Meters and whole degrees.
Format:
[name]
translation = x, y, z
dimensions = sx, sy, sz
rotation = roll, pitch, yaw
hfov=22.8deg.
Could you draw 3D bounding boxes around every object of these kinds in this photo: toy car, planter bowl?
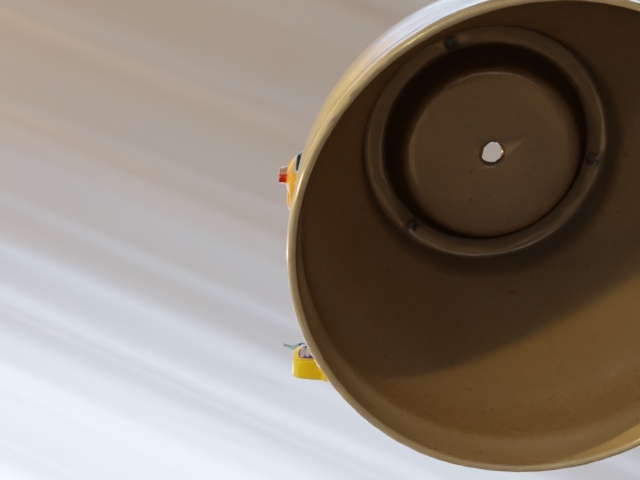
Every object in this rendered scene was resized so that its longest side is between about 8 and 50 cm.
[toy car]
translation = 0.000, 0.000, 0.673
dimensions = 0.122, 0.040, 0.060
rotation = -86, -2, -46
[planter bowl]
translation = 0.066, -0.017, 0.545
dimensions = 0.109, 0.162, 0.162
rotation = -103, 31, -68
